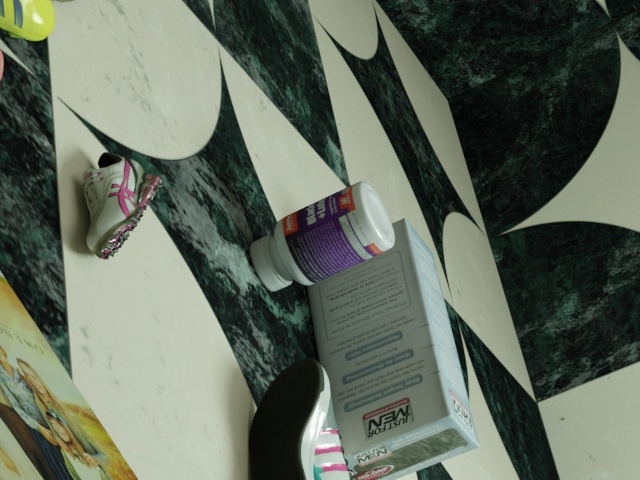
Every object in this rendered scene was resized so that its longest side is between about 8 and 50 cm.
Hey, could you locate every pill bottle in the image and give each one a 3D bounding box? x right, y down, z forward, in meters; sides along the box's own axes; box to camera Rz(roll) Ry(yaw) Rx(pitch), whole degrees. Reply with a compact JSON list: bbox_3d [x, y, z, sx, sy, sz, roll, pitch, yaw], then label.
[{"bbox_3d":[0.000,0.000,2.124,0.108,0.193,0.108,56,18,-29],"label":"pill bottle"}]

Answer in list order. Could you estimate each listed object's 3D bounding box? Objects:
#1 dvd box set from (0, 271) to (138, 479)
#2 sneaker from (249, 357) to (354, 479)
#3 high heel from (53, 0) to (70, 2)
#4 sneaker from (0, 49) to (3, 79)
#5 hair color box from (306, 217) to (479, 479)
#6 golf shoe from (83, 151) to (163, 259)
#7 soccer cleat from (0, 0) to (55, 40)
[{"bbox_3d":[-0.262,0.120,1.107,0.420,0.062,0.307,50,4,33],"label":"dvd box set"},{"bbox_3d":[0.007,0.302,1.837,0.178,0.123,0.295,48,31,-33],"label":"sneaker"},{"bbox_3d":[-0.336,-0.391,1.799,0.261,0.093,0.186,-17,89,-65],"label":"high heel"},{"bbox_3d":[-0.402,-0.275,1.409,0.136,0.116,0.314,9,58,-69],"label":"sneaker"},{"bbox_3d":[0.101,0.166,2.218,0.113,0.185,0.374,49,23,-45],"label":"hair color box"},{"bbox_3d":[-0.244,-0.040,1.680,0.086,0.067,0.186,34,24,-9],"label":"golf shoe"},{"bbox_3d":[-0.366,-0.338,1.591,0.289,0.121,0.093,54,21,-32],"label":"soccer cleat"}]
